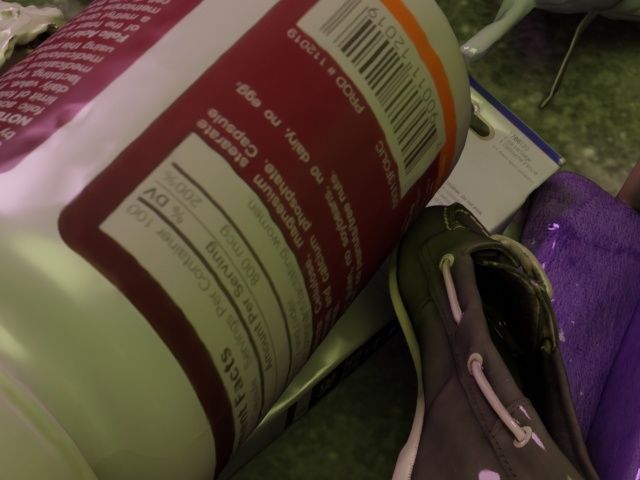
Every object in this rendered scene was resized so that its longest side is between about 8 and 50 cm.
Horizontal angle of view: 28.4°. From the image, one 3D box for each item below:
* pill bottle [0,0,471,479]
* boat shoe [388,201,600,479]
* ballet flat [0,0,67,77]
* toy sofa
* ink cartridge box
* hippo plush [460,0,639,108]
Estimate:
[{"bbox_3d":[-0.101,0.006,0.665,0.224,0.224,0.392,32,53,11],"label":"pill bottle"},{"bbox_3d":[0.102,0.066,0.687,0.112,0.095,0.335,43,25,-19],"label":"boat shoe"},{"bbox_3d":[-0.231,0.006,0.791,0.146,0.147,0.409,6,62,-2],"label":"ballet flat"},{"bbox_3d":[0.186,0.088,0.798,0.177,0.150,0.363,23,62,5],"label":"toy sofa"},{"bbox_3d":[0.000,0.000,0.875,0.332,0.065,0.165,-38,71,-21],"label":"ink cartridge box"},{"bbox_3d":[0.201,-0.281,0.999,0.294,0.234,0.236,-52,50,16],"label":"hippo plush"}]
